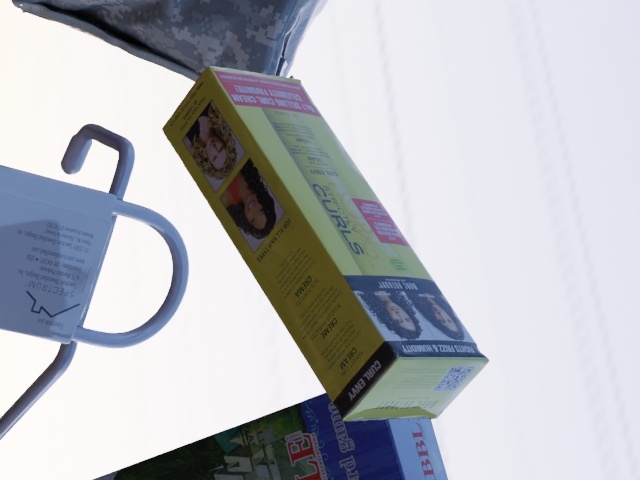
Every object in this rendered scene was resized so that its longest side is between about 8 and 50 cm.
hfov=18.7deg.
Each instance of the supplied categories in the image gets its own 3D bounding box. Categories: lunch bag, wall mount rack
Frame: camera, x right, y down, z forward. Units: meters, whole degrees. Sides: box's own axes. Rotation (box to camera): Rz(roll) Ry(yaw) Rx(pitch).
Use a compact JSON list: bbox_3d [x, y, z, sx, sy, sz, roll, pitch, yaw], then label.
[{"bbox_3d":[-0.125,-0.286,1.829,0.212,0.305,0.256,86,29,-82],"label":"lunch bag"},{"bbox_3d":[-0.284,0.037,1.433,0.130,0.350,0.304,24,-84,54],"label":"wall mount rack"}]

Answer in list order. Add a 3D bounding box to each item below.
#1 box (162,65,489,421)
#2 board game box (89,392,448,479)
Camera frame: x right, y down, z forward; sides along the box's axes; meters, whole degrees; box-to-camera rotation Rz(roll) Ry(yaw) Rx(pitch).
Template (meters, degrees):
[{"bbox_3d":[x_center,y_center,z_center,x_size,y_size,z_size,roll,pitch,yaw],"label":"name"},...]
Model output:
[{"bbox_3d":[0.000,0.000,1.133,0.058,0.087,0.232,-52,-126,28],"label":"box"},{"bbox_3d":[-0.036,0.287,1.307,0.318,0.066,0.319,-24,-105,29],"label":"board game box"}]
